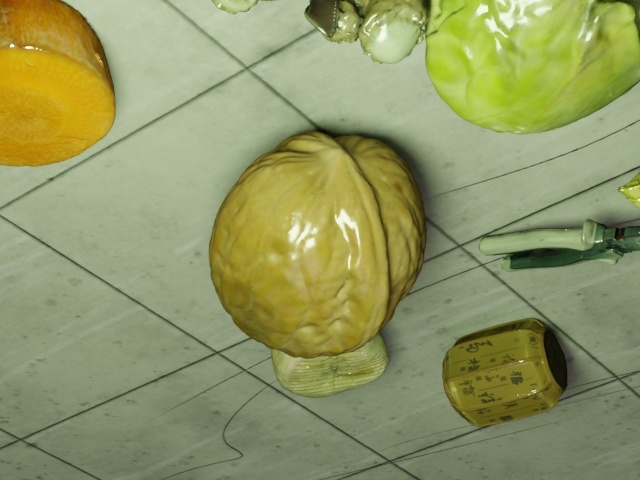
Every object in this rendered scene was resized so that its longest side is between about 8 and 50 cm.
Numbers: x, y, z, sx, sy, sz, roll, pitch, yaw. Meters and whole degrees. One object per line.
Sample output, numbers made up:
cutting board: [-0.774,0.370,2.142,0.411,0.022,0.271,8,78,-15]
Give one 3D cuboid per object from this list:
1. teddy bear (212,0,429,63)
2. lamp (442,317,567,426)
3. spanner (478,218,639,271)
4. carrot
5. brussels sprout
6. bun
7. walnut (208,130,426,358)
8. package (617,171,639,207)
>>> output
teddy bear: [-0.005,-0.341,1.573,0.256,0.156,0.267,4,104,-6]
lamp: [0.304,0.218,2.322,0.185,0.161,0.161,-20,139,23]
spanner: [0.381,0.005,2.056,0.325,0.040,0.096,-7,150,42]
carrot: [-0.394,-0.199,1.830,0.258,0.100,0.307,5,151,-9]
brussels sprout: [0.253,-0.259,1.606,0.328,0.247,0.328,-22,147,-15]
bun: [0.014,0.167,2.280,0.193,0.128,0.178,-6,144,-10]
walnut: [0.000,0.000,1.926,0.333,0.333,0.333,0,143,0]
package: [0.525,-0.066,1.969,0.168,0.090,0.226,-17,160,25]
